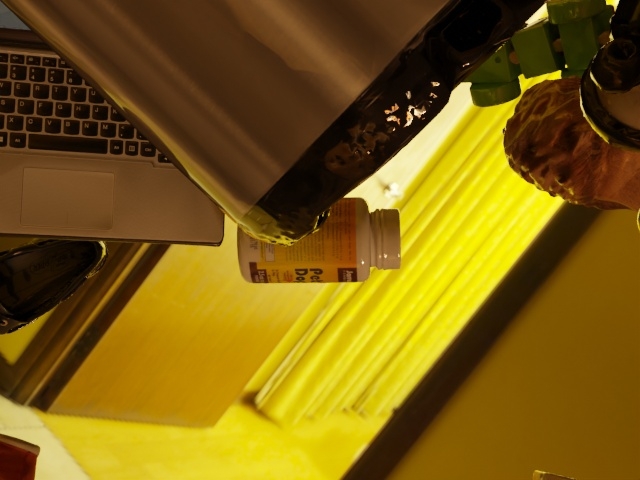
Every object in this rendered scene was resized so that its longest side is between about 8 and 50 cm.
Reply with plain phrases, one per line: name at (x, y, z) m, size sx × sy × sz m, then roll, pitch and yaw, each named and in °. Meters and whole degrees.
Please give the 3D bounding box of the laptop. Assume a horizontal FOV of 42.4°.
laptop at (-0.287, -0.210, 1.006) m, size 0.382 × 0.407 × 0.236 m, roll 3°, pitch -5°, yaw -14°

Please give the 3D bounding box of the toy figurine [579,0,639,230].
toy figurine at (0.215, -0.035, 0.308) m, size 0.148 × 0.213 × 0.209 m, roll 83°, pitch 4°, yaw -63°

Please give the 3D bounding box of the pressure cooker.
pressure cooker at (-0.052, -0.256, 0.586) m, size 0.420 × 0.375 × 0.370 m, roll 43°, pitch 13°, yaw -6°

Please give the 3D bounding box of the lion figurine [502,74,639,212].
lion figurine at (0.376, -0.054, 0.833) m, size 0.392 × 0.142 × 0.240 m, roll 42°, pitch -37°, yaw 11°

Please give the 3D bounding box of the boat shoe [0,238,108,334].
boat shoe at (-0.487, 0.079, 1.285) m, size 0.113 × 0.340 × 0.127 m, roll 1°, pitch -68°, yaw 66°

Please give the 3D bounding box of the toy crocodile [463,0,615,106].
toy crocodile at (0.272, -0.241, 1.024) m, size 0.341 × 0.105 × 0.115 m, roll 3°, pitch -62°, yaw 47°

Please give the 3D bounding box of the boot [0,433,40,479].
boot at (-0.364, 0.224, 0.831) m, size 0.158 × 0.084 × 0.059 m, roll 17°, pitch -28°, yaw -11°

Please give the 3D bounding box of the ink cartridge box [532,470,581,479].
ink cartridge box at (0.159, 0.162, 0.459) m, size 0.083 × 0.048 × 0.028 m, roll 13°, pitch -13°, yaw 5°

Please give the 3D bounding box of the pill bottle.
pill bottle at (0.000, 0.000, 1.120) m, size 0.215 × 0.117 × 0.117 m, roll -1°, pitch 5°, yaw 4°
